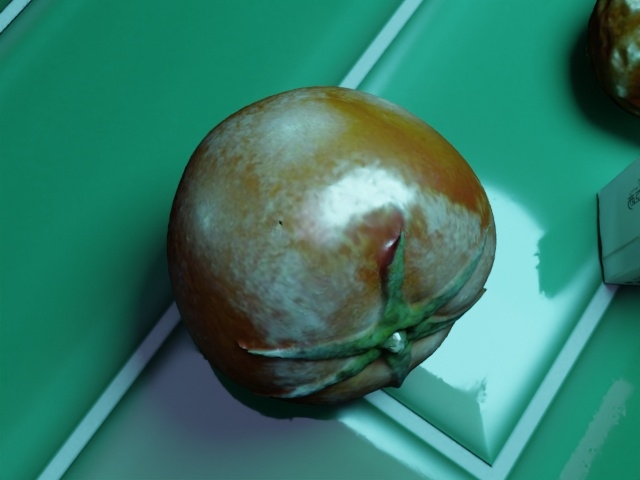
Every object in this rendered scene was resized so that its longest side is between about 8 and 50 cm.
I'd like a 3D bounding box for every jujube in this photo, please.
[{"bbox_3d":[0.373,-0.232,0.788,0.190,0.190,0.255,21,66,2],"label":"jujube"}]

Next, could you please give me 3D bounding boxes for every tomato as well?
[{"bbox_3d":[0.000,0.000,0.657,0.265,0.265,0.265,1,74,-3],"label":"tomato"}]

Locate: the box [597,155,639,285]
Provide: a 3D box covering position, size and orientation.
[{"bbox_3d":[0.414,-0.023,0.717,0.260,0.194,0.111,5,74,-3],"label":"box"}]
